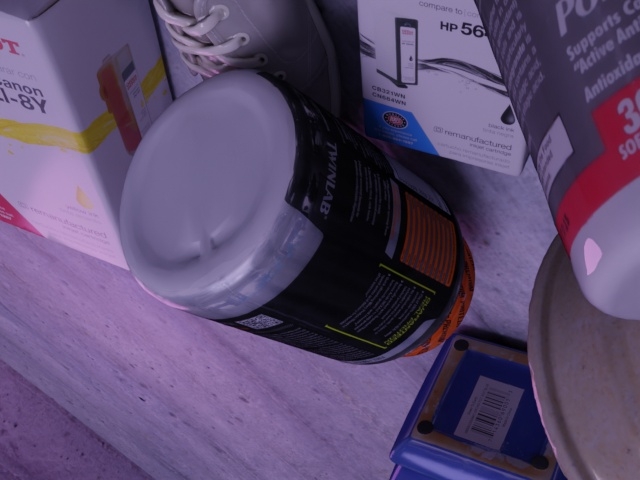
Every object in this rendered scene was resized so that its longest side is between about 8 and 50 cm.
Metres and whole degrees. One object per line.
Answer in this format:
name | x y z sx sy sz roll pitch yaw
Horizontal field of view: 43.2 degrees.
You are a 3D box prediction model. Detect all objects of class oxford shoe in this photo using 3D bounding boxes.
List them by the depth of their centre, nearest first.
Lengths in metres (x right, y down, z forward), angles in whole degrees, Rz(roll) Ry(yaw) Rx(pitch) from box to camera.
oxford shoe | -0.084 -0.203 0.712 0.169 0.130 0.449 14 146 19

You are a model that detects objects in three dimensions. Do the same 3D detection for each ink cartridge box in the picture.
ink cartridge box | 0.110 -0.164 0.641 0.148 0.086 0.203 18 147 20
ink cartridge box | -0.327 -0.173 0.918 0.279 0.160 0.385 20 146 17

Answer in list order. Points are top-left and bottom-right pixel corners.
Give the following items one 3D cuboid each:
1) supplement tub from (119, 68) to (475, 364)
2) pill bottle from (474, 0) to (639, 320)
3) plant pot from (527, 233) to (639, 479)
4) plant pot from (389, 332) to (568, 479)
supplement tub | 0.000 0.000 0.761 0.207 0.207 0.338 2 163 38
pill bottle | 0.169 -0.135 0.410 0.176 0.319 0.176 -10 155 -5
plant pot | 0.357 0.054 0.502 0.333 0.334 0.305 35 148 -5
plant pot | 0.218 0.263 1.005 0.236 0.236 0.212 16 139 24
